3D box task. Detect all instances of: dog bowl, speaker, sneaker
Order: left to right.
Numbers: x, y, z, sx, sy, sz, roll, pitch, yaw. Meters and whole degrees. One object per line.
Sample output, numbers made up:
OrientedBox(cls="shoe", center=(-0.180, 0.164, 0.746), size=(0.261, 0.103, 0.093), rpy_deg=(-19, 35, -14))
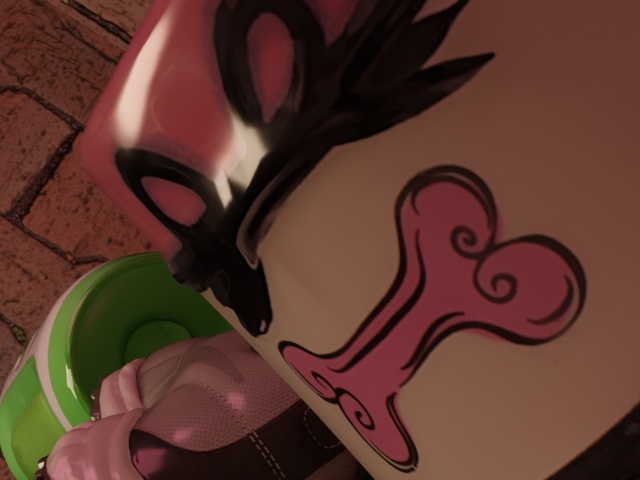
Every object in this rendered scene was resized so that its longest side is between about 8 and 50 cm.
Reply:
OrientedBox(cls="speaker", center=(-0.117, 0.092, 1.175), size=(0.131, 0.131, 0.296), rpy_deg=(-60, 6, -19))
OrientedBox(cls="sneaker", center=(-0.026, 0.079, 0.741), size=(0.108, 0.100, 0.271), rpy_deg=(-33, 3, 1))
OrientedBox(cls="dog bowl", center=(0.081, -0.125, 0.550), size=(0.408, 0.150, 0.408), rpy_deg=(-56, 6, 9))
